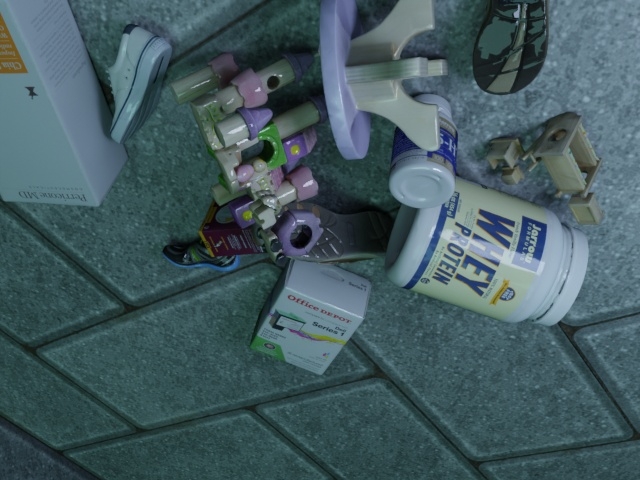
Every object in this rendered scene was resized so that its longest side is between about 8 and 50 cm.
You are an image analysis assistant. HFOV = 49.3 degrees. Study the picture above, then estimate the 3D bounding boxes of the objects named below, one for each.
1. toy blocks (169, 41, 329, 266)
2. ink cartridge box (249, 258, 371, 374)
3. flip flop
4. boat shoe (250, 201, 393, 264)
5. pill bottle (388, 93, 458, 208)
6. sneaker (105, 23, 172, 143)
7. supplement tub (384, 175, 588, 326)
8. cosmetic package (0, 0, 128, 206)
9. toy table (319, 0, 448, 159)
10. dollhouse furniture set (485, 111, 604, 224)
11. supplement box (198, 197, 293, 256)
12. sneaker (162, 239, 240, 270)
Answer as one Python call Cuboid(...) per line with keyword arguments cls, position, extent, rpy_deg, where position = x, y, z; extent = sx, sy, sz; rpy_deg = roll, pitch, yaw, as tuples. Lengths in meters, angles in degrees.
Cuboid(cls="toy blocks", position=(-0.063, -0.176, 1.222), extent=(0.260, 0.309, 0.289), rpy_deg=(-28, 126, -16))
Cuboid(cls="ink cartridge box", position=(-0.028, 0.179, 1.666), extent=(0.201, 0.117, 0.278), rpy_deg=(22, 136, -8))
Cuboid(cls="flip flop", position=(0.294, -0.358, 1.063), extent=(0.112, 0.080, 0.277), rpy_deg=(5, 121, 17))
Cuboid(cls="boat shoe", position=(0.000, 0.000, 1.414), extent=(0.324, 0.123, 0.116), rpy_deg=(7, 160, -30))
Cuboid(cls="pill bottle", position=(0.180, -0.159, 1.202), extent=(0.111, 0.187, 0.112), rpy_deg=(7, 145, 5))
Cuboid(cls="sneaker", position=(-0.355, -0.294, 1.307), extent=(0.091, 0.094, 0.258), rpy_deg=(38, 130, 2))
Cuboid(cls="supplement tub", position=(0.308, 0.019, 1.323), extent=(0.324, 0.236, 0.235), rpy_deg=(19, 137, -4))
Cuboid(cls="cosmetic package", position=(-0.557, -0.285, 1.307), extent=(0.229, 0.162, 0.453), rpy_deg=(3, 136, 13))
Cuboid(cls="toy table", position=(0.102, -0.269, 1.094), extent=(0.160, 0.252, 0.275), rpy_deg=(-1, 114, 20))
Cuboid(cls="dollhouse furniture set", position=(0.420, -0.128, 1.271), extent=(0.160, 0.101, 0.182), rpy_deg=(4, 142, 48))
Cuboid(cls="supplement box", position=(-0.151, -0.032, 1.493), extent=(0.188, 0.104, 0.081), rpy_deg=(-5, 133, 19))
Cuboid(cls="sneaker", position=(-0.278, 0.024, 1.627), extent=(0.188, 0.067, 0.078), rpy_deg=(4, 115, 14))
